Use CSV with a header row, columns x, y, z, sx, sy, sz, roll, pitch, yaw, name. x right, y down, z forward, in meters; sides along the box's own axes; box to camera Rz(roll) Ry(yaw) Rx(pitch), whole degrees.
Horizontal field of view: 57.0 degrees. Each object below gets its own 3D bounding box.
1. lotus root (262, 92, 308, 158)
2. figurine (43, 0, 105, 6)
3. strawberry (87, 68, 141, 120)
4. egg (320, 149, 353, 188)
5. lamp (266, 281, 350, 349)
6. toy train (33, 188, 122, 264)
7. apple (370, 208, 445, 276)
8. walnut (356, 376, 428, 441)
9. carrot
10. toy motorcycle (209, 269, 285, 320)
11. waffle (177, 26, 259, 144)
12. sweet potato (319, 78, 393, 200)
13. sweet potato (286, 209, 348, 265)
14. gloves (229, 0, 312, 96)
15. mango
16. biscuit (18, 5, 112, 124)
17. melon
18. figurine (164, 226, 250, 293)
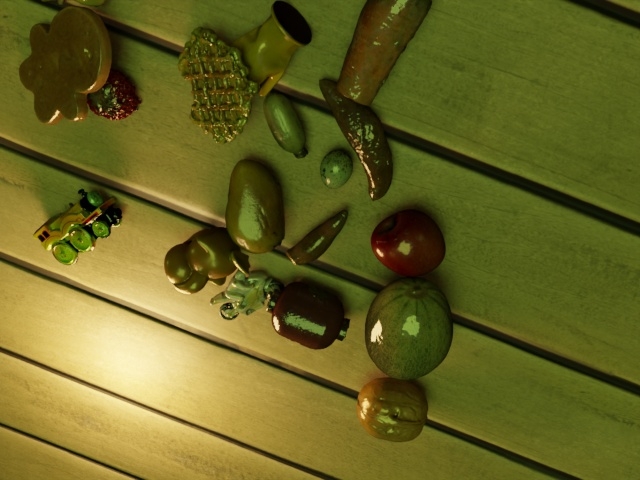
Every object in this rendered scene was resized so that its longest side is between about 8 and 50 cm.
x,y,z,sx,sy,sz,roll,pitch,yaw,name
-0.088,-0.288,1.504,0.077,0.090,0.183,-28,114,-4,lotus root
-0.601,-0.630,1.420,0.246,0.131,0.156,-3,122,31,figurine
-0.557,-0.383,1.562,0.145,0.086,0.145,6,118,11,strawberry
0.041,-0.184,1.535,0.085,0.085,0.110,13,128,5,egg
-0.040,0.219,1.738,0.257,0.180,0.180,22,121,2,lamp
-0.727,-0.044,1.782,0.296,0.100,0.161,-31,106,26,toy train
0.229,0.009,1.548,0.181,0.181,0.168,-25,116,24,apple
0.223,0.528,1.837,0.225,0.193,0.193,20,121,1,walnut
0.135,-0.458,1.333,0.138,0.139,0.302,30,121,-5,carrot
-0.228,0.155,1.787,0.228,0.074,0.151,-25,119,12,toy motorcycle
-0.265,-0.383,1.468,0.291,0.051,0.291,24,128,34,waffle
0.108,-0.260,1.473,0.114,0.092,0.342,-13,116,38,sweet potato
0.000,0.000,1.650,0.243,0.077,0.077,-36,106,27,sweet potato
-0.163,-0.441,1.445,0.294,0.116,0.133,-33,80,36,gloves
-0.176,-0.090,1.604,0.167,0.130,0.262,-3,104,-11,mango
-0.653,-0.450,1.519,0.354,0.052,0.275,-31,85,34,biscuit
0.243,0.240,1.621,0.248,0.249,0.329,12,138,6,melon
-0.326,0.049,1.691,0.215,0.215,0.228,41,131,-11,figurine
